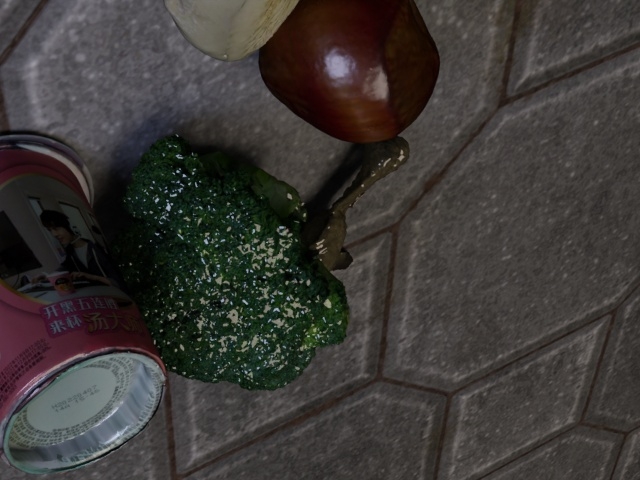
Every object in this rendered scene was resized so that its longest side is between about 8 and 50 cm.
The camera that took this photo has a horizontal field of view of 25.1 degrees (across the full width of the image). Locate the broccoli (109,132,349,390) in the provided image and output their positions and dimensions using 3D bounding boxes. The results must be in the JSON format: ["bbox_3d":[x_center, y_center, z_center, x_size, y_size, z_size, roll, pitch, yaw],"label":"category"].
[{"bbox_3d":[-0.090,0.026,1.466,0.265,0.245,0.294,1,148,19],"label":"broccoli"}]

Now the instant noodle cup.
[{"bbox_3d":[-0.268,0.070,1.327,0.244,0.255,0.244,-23,144,-18],"label":"instant noodle cup"}]

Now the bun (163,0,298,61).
[{"bbox_3d":[-0.051,-0.289,1.184,0.287,0.146,0.287,-60,176,-6],"label":"bun"}]

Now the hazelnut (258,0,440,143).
[{"bbox_3d":[0.028,-0.178,1.408,0.178,0.178,0.204,-48,176,14],"label":"hazelnut"}]

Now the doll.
[{"bbox_3d":[-0.005,0.006,1.659,0.202,0.091,0.286,-54,178,-47],"label":"doll"}]
